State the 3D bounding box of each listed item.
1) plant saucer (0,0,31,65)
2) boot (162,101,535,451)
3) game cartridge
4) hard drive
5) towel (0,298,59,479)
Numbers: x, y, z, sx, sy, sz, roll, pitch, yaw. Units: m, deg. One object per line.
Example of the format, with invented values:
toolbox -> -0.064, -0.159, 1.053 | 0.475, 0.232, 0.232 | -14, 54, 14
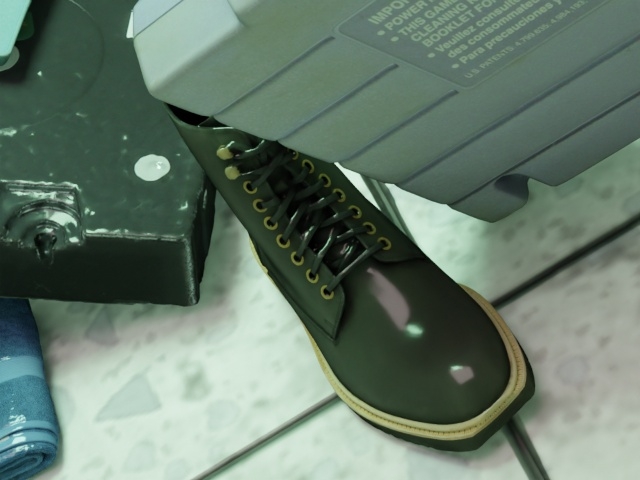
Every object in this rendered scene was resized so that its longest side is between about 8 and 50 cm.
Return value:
plant saucer -> -0.172, -0.163, 1.004 | 0.067, 0.018, 0.192 | 7, 49, 7
boot -> 0.000, 0.000, 0.808 | 0.077, 0.137, 0.198 | -43, 42, -9
game cartridge -> 0.122, -0.130, 0.703 | 0.355, 0.230, 0.068 | -32, 53, 33
hard drive -> -0.161, -0.114, 1.014 | 0.237, 0.064, 0.339 | 3, 50, 3
towel -> -0.167, 0.075, 0.930 | 0.067, 0.029, 0.119 | -29, 41, 6
